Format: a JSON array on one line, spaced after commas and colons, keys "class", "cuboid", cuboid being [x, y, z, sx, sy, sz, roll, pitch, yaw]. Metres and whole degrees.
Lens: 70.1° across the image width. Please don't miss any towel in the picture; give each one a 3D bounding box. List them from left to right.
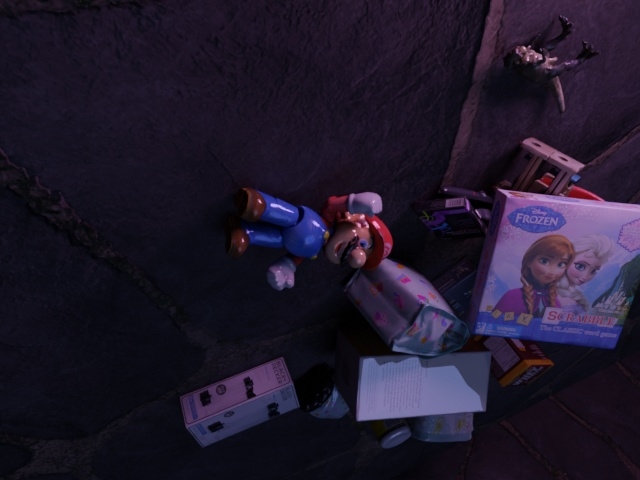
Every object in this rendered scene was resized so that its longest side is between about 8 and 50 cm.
[{"class": "towel", "cuboid": [0.438, 0.519, 1.566, 0.090, 0.320, 0.375, -2, 161, 38]}]

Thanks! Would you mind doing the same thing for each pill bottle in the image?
[{"class": "pill bottle", "cuboid": [0.205, 0.562, 1.513, 0.118, 0.214, 0.117, -16, 138, -15]}]

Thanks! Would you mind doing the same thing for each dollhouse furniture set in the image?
[{"class": "dollhouse furniture set", "cuboid": [0.510, -0.155, 1.039, 0.184, 0.129, 0.129, -26, 146, -44]}]

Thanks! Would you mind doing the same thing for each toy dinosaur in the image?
[{"class": "toy dinosaur", "cuboid": [0.431, -0.329, 0.840, 0.268, 0.064, 0.118, 12, 132, -41]}]

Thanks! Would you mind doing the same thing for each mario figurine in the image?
[{"class": "mario figurine", "cuboid": [0.000, 0.000, 0.837, 0.321, 0.169, 0.198, 8, 163, -26]}]

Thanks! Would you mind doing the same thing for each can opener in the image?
[{"class": "can opener", "cuboid": [0.335, -0.091, 1.033, 0.186, 0.073, 0.059, 16, 131, -29]}]

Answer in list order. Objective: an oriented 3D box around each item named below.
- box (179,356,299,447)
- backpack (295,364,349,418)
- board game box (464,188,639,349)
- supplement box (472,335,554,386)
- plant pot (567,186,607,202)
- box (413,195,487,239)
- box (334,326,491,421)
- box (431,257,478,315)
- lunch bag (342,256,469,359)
[{"class": "box", "cuboid": [-0.212, 0.441, 1.243, 0.290, 0.087, 0.169, -19, 139, -12]}, {"class": "backpack", "cuboid": [0.019, 0.472, 1.391, 0.152, 0.115, 0.182, -42, 141, 11]}, {"class": "board game box", "cuboid": [0.503, 0.066, 0.970, 0.320, 0.066, 0.317, 6, 109, 0]}, {"class": "supplement box", "cuboid": [0.691, 0.408, 1.652, 0.192, 0.194, 0.129, 11, 126, -38]}, {"class": "plant pot", "cuboid": [0.604, 0.034, 1.178, 0.275, 0.274, 0.243, -11, 148, -20]}, {"class": "box", "cuboid": [0.295, -0.046, 1.026, 0.116, 0.029, 0.162, -5, 155, 36]}, {"class": "box", "cuboid": [0.231, 0.336, 1.200, 0.346, 0.215, 0.168, 1, 98, -14]}, {"class": "box", "cuboid": [0.371, 0.168, 1.321, 0.233, 0.059, 0.183, -40, 138, 13]}, {"class": "lunch bag", "cuboid": [0.218, 0.160, 1.093, 0.263, 0.223, 0.160, 21, 109, -43]}]
